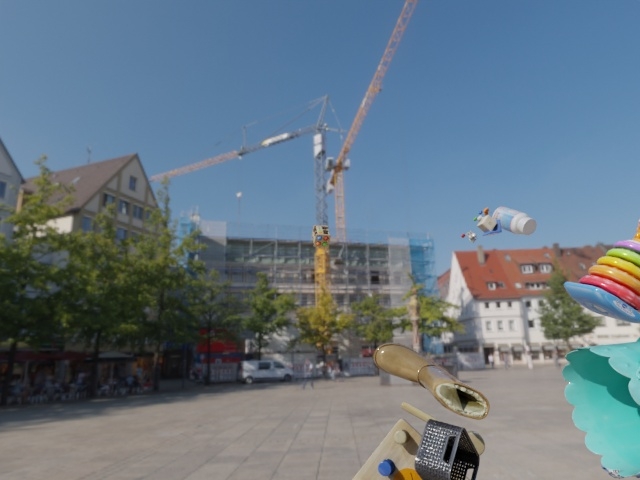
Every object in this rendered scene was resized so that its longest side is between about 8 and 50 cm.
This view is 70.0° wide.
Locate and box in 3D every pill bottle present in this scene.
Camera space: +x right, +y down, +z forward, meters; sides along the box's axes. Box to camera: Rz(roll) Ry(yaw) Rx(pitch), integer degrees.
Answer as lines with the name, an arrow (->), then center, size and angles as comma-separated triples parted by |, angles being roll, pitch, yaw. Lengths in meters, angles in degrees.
pill bottle -> 0.752, -0.073, 1.772 | 0.087, 0.087, 0.160 | 4, 16, -22

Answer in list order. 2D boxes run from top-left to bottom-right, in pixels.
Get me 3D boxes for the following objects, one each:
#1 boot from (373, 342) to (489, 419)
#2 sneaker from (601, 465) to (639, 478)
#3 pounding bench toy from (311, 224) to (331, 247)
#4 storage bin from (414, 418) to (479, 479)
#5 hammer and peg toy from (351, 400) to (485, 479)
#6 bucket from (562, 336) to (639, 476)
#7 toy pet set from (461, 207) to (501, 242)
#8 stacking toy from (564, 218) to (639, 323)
boot -> 0.261, 0.336, 1.135 | 0.236, 0.089, 0.269 | 18, -4, 1
sneaker -> 0.877, 0.673, 1.333 | 0.052, 0.058, 0.135 | 40, -9, 5
pounding bench toy -> 0.000, 0.000, 1.564 | 0.052, 0.065, 0.083 | 3, -54, -12
storage bin -> 0.294, 0.510, 1.051 | 0.084, 0.122, 0.180 | 1, -44, 38
hammer and peg toy -> 0.273, 0.629, 1.259 | 0.266, 0.361, 0.127 | 37, -2, 28
bucket -> 0.673, 0.340, 0.966 | 0.183, 0.281, 0.281 | -10, -14, -2
toy pet set -> 0.532, -0.044, 1.469 | 0.065, 0.122, 0.114 | 40, -14, -2
stacking toy -> 0.841, 0.063, 1.249 | 0.175, 0.301, 0.166 | 34, -3, -5
